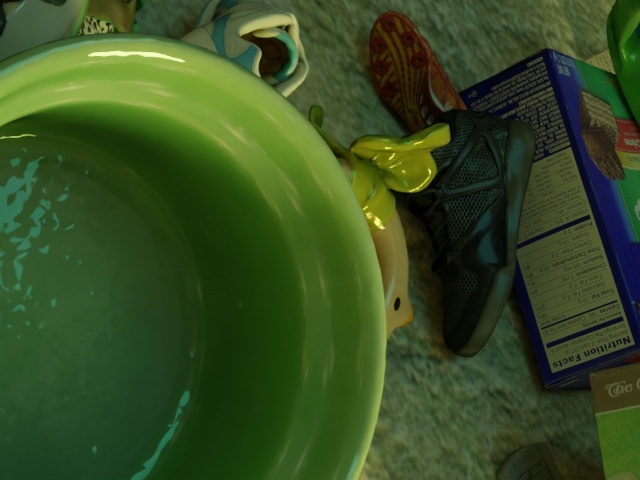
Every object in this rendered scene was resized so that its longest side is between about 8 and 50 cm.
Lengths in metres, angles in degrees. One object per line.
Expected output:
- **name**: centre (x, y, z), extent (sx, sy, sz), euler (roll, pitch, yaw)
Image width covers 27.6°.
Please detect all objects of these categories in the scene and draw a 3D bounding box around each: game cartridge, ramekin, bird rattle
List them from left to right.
- **ramekin**: centre (-0.126, 0.053, 0.679), extent (0.303, 0.148, 0.303), euler (1, 89, -38)
- **bird rattle**: centre (0.000, 0.000, 0.969), extent (0.253, 0.143, 0.207), euler (-28, 107, -51)
- **game cartridge**: centre (0.185, 0.211, 1.148), extent (0.083, 0.017, 0.056), euler (-18, 86, -54)

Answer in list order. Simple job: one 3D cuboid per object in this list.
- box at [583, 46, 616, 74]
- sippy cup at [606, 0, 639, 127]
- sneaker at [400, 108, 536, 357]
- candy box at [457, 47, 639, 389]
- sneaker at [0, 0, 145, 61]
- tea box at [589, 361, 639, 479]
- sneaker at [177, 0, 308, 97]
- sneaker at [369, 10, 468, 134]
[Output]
- **box**: centre (0.415, -0.198, 1.586), extent (0.072, 0.137, 0.126), euler (-22, 86, -55)
- **sippy cup**: centre (0.456, -0.194, 1.368), extent (0.305, 0.224, 0.240), euler (-16, 79, -58)
- **sneaker**: centre (0.110, -0.014, 1.150), extent (0.130, 0.087, 0.228), euler (15, 74, -15)
- **candy box**: centre (0.296, -0.013, 1.336), extent (0.268, 0.122, 0.317), euler (7, 64, -51)
- **sneaker**: centre (-0.177, -0.182, 0.893), extent (0.410, 0.158, 0.182), euler (-74, 157, -46)
- **tea box**: centre (0.391, 0.288, 1.108), extent (0.329, 0.220, 0.324), euler (45, 35, -53)
- **sneaker**: centre (-0.051, -0.140, 0.987), extent (0.229, 0.092, 0.087), euler (-61, 138, -61)
- **sneaker**: centre (0.098, -0.138, 1.239), extent (0.175, 0.064, 0.067), euler (61, 20, -14)
